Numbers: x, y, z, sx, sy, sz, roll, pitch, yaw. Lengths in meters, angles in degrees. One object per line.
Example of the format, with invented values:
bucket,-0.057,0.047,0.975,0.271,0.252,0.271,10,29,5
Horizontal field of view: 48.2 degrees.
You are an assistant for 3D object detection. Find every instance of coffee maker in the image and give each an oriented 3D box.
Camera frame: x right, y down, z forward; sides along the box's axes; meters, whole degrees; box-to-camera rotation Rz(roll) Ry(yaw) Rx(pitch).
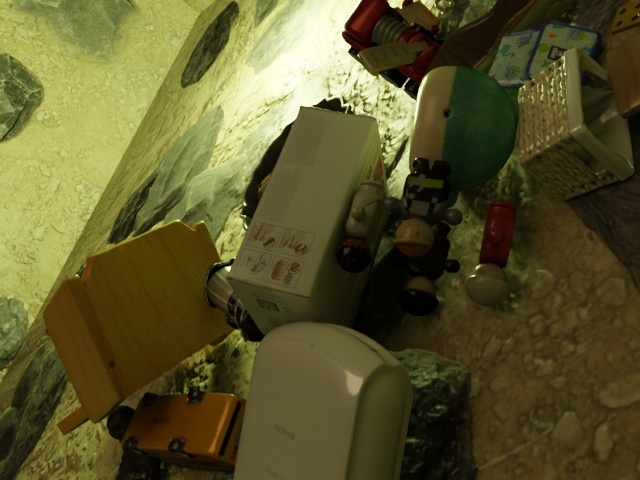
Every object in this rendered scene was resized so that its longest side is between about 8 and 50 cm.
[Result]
coffee maker,-0.108,0.100,1.338,0.171,0.120,0.178,-33,36,-20

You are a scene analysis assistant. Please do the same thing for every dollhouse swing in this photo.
dollhouse swing,-0.386,0.170,1.404,0.305,0.315,0.347,-16,9,38

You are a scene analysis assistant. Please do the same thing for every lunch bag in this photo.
lunch bag,0.337,-0.257,1.085,0.151,0.096,0.128,4,60,43

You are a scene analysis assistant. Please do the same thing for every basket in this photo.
basket,0.334,-0.151,0.950,0.103,0.113,0.167,-32,35,44

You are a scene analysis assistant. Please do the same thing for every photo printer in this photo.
photo printer,-0.005,0.262,0.925,0.256,0.107,0.307,10,89,54

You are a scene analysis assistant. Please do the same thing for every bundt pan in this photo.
bundt pan,-0.013,-0.125,1.448,0.331,0.124,0.330,-39,32,30

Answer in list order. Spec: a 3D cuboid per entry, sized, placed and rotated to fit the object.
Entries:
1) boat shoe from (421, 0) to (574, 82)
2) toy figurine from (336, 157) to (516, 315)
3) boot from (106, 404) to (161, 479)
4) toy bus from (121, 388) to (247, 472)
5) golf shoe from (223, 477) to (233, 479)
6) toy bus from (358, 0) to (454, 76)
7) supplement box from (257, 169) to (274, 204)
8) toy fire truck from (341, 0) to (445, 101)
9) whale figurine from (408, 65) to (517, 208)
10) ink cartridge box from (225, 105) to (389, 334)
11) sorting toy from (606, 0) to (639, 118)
boat shoe,0.303,-0.333,1.213,0.302,0.098,0.109,-45,43,14
toy figurine,0.141,0.005,0.978,0.213,0.210,0.148,-13,55,53
boot,-0.392,0.454,1.451,0.263,0.091,0.228,-22,41,43
toy bus,-0.226,0.340,1.271,0.333,0.130,0.108,-18,47,49
golf shoe,-0.177,0.495,1.091,0.272,0.105,0.120,-59,10,-16
toy bus,0.165,-0.429,1.511,0.104,0.202,0.190,112,169,-62
supplement box,-0.085,-0.086,1.341,0.055,0.043,0.083,-44,29,22
toy fire truck,0.123,-0.356,1.297,0.158,0.217,0.246,-53,-16,5
whale figurine,0.214,-0.147,1.050,0.141,0.272,0.216,8,84,15
ink cartridge box,0.000,0.000,1.123,0.130,0.271,0.309,12,64,18
sorting toy,0.448,-0.232,0.924,0.132,0.046,0.274,-31,37,38
